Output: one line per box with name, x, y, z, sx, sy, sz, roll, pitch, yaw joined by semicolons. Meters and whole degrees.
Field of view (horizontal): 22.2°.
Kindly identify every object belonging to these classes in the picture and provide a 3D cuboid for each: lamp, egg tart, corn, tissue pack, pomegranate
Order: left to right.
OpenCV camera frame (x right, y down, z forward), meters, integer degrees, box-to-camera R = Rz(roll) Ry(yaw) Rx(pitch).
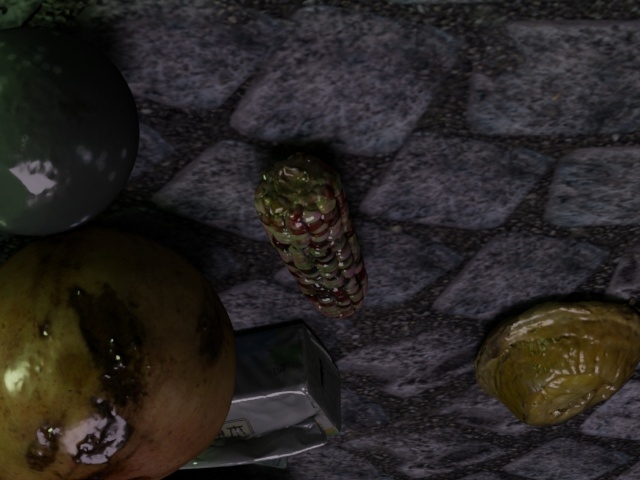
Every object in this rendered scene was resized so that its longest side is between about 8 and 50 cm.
lamp;-0.296;-0.090;1.451;0.314;0.182;0.182;-6;155;43
pomegranate;-0.238;0.134;1.712;0.322;0.322;0.322;-2;150;-1
tissue pack;-0.101;0.210;1.973;0.229;0.145;0.159;-10;150;13
corn;0.000;0.000;1.686;0.092;0.092;0.280;-8;153;9
egg tart;0.297;0.156;1.976;0.232;0.098;0.252;18;140;-37

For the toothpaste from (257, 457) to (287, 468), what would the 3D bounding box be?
toothpaste;-0.059;0.260;2.175;0.060;0.038;0.233;5;152;-7
